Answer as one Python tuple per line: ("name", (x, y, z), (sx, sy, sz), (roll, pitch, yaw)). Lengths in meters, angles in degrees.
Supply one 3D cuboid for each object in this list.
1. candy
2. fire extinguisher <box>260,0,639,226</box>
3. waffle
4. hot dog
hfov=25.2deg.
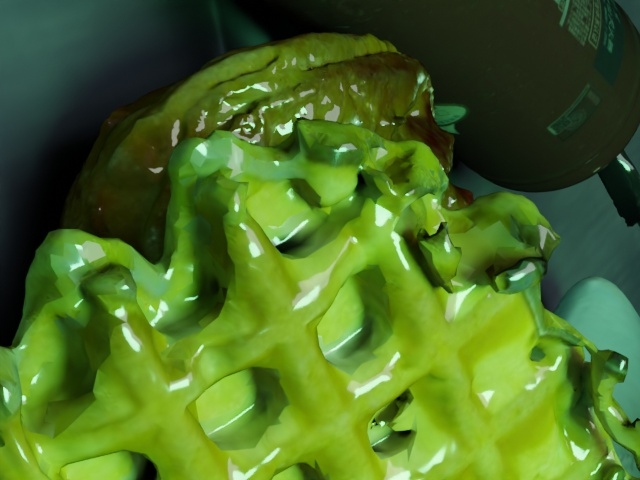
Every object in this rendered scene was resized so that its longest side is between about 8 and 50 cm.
("candy", (0.149, 0.114, 0.788), (0.174, 0.071, 0.138), (-45, 120, -53))
("fire extinguisher", (0.077, -0.097, 0.681), (0.337, 0.114, 0.135), (30, 32, -53))
("waffle", (0.008, 0.098, 0.456), (0.281, 0.060, 0.262), (11, 101, -32))
("hot dog", (-0.002, 0.003, 0.551), (0.227, 0.099, 0.160), (-26, 105, -61))
